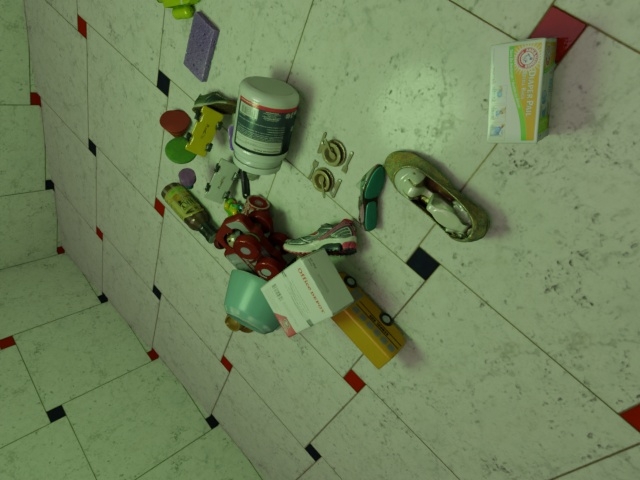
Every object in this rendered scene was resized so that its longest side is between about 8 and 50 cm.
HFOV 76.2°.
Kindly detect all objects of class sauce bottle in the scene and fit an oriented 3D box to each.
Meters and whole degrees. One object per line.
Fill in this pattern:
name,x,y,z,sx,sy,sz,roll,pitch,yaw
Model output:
sauce bottle,-0.588,-0.125,1.874,0.344,0.111,0.111,43,133,14

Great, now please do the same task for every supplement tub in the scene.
supplement tub,-0.186,-0.373,1.335,0.191,0.191,0.272,37,131,22

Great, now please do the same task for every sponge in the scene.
sponge,-0.442,-0.711,1.506,0.117,0.031,0.210,47,133,13

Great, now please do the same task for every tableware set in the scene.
tableware set,0.019,-0.236,1.331,0.128,0.039,0.194,40,132,19

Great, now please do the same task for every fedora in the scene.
fedora,-0.409,0.387,1.989,0.194,0.079,0.194,20,123,34

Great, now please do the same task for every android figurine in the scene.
android figurine,-0.501,-0.920,1.435,0.273,0.056,0.248,15,119,36

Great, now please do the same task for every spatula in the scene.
spatula,-0.300,-0.295,1.581,0.084,0.030,0.296,-1,123,0

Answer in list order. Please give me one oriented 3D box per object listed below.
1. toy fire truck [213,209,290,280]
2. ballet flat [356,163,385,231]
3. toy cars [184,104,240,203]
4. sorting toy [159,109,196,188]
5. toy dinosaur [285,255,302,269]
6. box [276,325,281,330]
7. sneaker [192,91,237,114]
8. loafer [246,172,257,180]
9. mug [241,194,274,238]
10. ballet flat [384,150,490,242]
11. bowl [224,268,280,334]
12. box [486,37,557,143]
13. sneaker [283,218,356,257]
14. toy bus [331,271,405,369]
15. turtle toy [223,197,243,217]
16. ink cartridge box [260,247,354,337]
toy fire truck,-0.274,0.033,1.548,0.254,0.169,0.302,-16,129,32
ballet flat,0.144,-0.135,1.256,0.079,0.077,0.221,39,135,47
toy cars,-0.418,-0.335,1.599,0.177,0.087,0.393,-13,123,-1
sorting toy,-0.578,-0.367,1.707,0.126,0.127,0.365,111,142,-65
toy dinosaur,-0.111,0.139,1.619,0.268,0.064,0.118,-45,65,45
box,-0.292,0.296,1.852,0.324,0.067,0.063,25,125,29
sneaker,-0.385,-0.522,1.523,0.192,0.086,0.064,2,157,17
loafer,-0.255,-0.289,1.553,0.045,0.039,0.125,8,124,2
mug,-0.251,-0.084,1.617,0.150,0.113,0.169,14,127,-16
ballet flat,0.293,-0.120,1.095,0.348,0.123,0.123,43,133,17
bowl,-0.260,0.262,1.632,0.312,0.163,0.311,24,158,10
box,0.430,-0.319,0.876,0.103,0.114,0.203,11,116,37
sneaker,0.000,0.000,1.421,0.299,0.121,0.112,-7,74,34
toy bus,0.136,0.270,1.415,0.332,0.130,0.108,46,133,14
turtle toy,-0.358,-0.129,1.695,0.130,0.066,0.095,38,155,24
ink cartridge box,-0.050,0.182,1.367,0.283,0.117,0.207,-37,81,46
